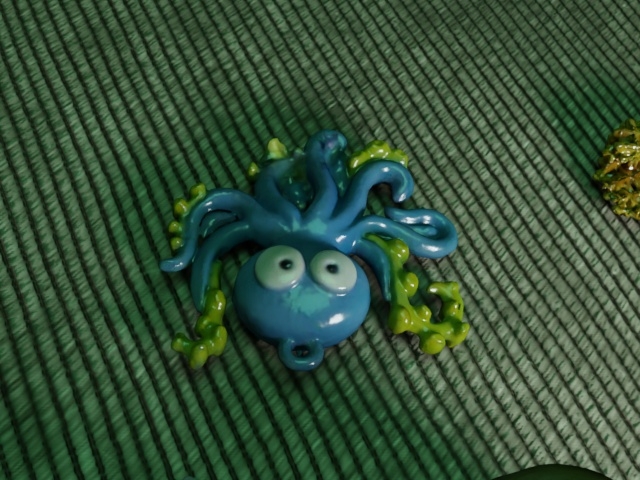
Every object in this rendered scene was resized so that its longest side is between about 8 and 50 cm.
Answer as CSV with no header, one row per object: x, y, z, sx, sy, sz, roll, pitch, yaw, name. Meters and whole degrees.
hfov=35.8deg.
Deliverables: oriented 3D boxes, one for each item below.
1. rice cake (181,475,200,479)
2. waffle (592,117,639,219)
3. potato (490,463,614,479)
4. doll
-0.182,0.322,0.886,0.081,0.051,0.290,12,44,42,rice cake
0.453,-0.083,1.265,0.193,0.070,0.197,27,55,9,waffle
0.236,0.346,0.830,0.243,0.221,0.326,1,50,-10,potato
0.000,0.000,1.111,0.346,0.098,0.341,8,56,-7,doll
